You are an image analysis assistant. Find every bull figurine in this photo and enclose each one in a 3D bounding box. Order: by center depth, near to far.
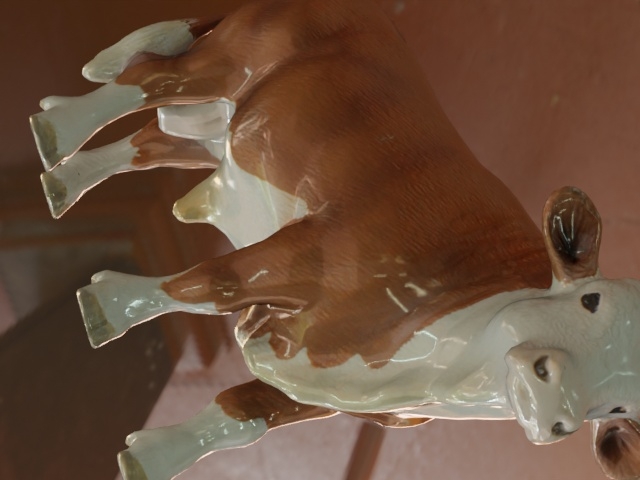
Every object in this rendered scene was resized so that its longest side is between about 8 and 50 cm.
[{"bbox_3d":[0.000,0.000,0.669,0.188,0.310,0.101,-15,125,-9],"label":"bull figurine"}]
